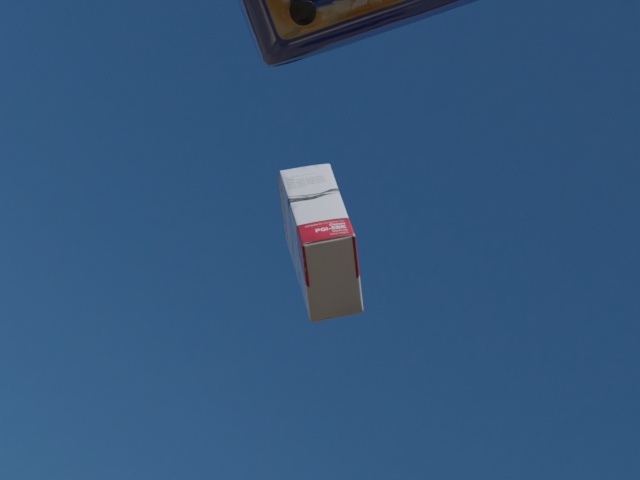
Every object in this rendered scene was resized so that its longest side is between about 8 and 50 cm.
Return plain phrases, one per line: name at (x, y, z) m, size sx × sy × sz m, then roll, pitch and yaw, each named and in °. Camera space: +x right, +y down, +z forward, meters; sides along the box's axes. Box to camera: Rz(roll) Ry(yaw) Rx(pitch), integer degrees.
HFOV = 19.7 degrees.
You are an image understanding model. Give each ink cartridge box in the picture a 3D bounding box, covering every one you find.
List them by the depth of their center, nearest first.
ink cartridge box at (0.000, 0.000, 1.843) m, size 0.056 × 0.135 × 0.099 m, roll -11°, pitch -54°, yaw -5°

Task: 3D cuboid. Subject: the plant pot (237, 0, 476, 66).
plant pot at (0.024, -0.262, 1.319) m, size 0.236 × 0.212 × 0.236 m, roll -17°, pitch -73°, yaw 9°
